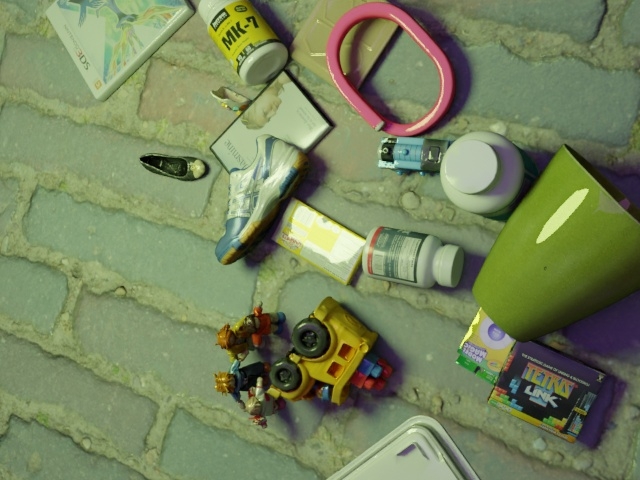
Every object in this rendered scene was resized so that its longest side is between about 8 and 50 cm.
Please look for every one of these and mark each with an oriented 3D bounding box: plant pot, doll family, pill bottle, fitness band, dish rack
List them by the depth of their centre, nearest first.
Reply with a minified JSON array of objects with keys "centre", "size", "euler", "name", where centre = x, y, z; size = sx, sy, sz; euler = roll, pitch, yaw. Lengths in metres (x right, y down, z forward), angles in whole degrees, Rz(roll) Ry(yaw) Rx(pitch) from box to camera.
[{"centre":[0.415,0.034,1.449],"size":[0.293,0.274,0.275],"euler":[-47,70,19],"name":"plant pot"},{"centre":[0.304,-0.116,1.505],"size":[0.146,0.264,0.146],"euler":[-2,85,25],"name":"pill bottle"},{"centre":[0.183,0.037,1.639],"size":[0.180,0.108,0.108],"euler":[11,91,25],"name":"pill bottle"},{"centre":[0.158,0.538,1.641],"size":[0.333,0.072,0.286],"euler":[-41,71,16],"name":"dish rack"},{"centre":[0.139,-0.344,1.687],"size":[0.209,0.054,0.291],"euler":[-43,82,17],"name":"fitness band"},{"centre":[-0.160,0.260,1.753],"size":[0.118,0.163,0.263],"euler":[-5,85,25],"name":"doll family"},{"centre":[-0.173,-0.452,1.829],"size":[0.119,0.119,0.208],"euler":[-42,71,17],"name":"pill bottle"}]

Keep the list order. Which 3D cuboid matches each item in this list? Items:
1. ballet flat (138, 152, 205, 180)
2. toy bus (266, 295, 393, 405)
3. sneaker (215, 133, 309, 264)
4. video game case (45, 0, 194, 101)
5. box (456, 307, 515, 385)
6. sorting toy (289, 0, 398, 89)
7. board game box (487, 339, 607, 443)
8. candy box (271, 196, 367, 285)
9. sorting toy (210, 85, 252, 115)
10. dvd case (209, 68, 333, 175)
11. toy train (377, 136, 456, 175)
[{"centre":[-0.342,-0.169,1.928],"size":[0.173,0.049,0.058],"euler":[8,91,25],"name":"ballet flat"},{"centre":[0.027,0.256,1.692],"size":[0.211,0.149,0.220],"euler":[33,103,7],"name":"toy bus"},{"centre":[-0.152,-0.089,1.791],"size":[0.131,0.112,0.296],"euler":[36,97,9],"name":"sneaker"},{"centre":[-0.495,-0.555,2.031],"size":[0.329,0.036,0.300],"euler":[-39,72,18],"name":"video game case"},{"centre":[0.336,0.182,1.594],"size":[0.105,0.043,0.179],"euler":[29,101,23],"name":"box"},{"centre":[0.053,-0.435,1.772],"size":[0.193,0.038,0.208],"euler":[38,107,22],"name":"sorting toy"},{"centre":[0.411,0.268,1.528],"size":[0.170,0.048,0.141],"euler":[24,99,9],"name":"board game box"},{"centre":[0.000,0.000,1.770],"size":[0.206,0.027,0.105],"euler":[31,102,24],"name":"candy box"},{"centre":[-0.208,-0.314,1.860],"size":[0.083,0.075,0.045],"euler":[29,99,24],"name":"sorting toy"},{"centre":[-0.113,-0.228,1.841],"size":[0.253,0.022,0.180],"euler":[-44,71,16],"name":"dvd case"},{"centre":[0.196,-0.168,1.646],"size":[0.184,0.105,0.080],"euler":[8,90,25],"name":"toy train"}]
